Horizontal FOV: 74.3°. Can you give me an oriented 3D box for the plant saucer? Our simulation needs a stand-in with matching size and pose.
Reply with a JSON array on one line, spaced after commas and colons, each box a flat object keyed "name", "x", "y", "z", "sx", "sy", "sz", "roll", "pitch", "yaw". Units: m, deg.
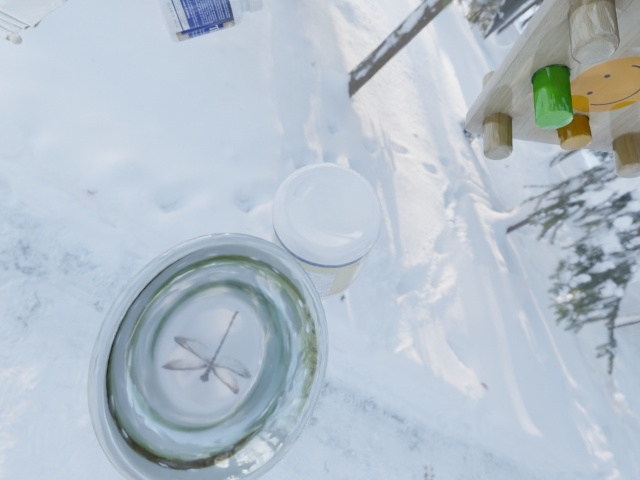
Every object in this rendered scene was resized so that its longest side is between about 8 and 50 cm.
[{"name": "plant saucer", "x": -0.164, "y": 0.188, "z": 0.687, "sx": 0.400, "sy": 0.100, "sz": 0.401, "roll": 2, "pitch": 87, "yaw": -40}]

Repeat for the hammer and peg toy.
[{"name": "hammer and peg toy", "x": 0.342, "y": -0.196, "z": 0.426, "sx": 0.265, "sy": 0.361, "sz": 0.128, "roll": 8, "pitch": 72, "yaw": -3}]

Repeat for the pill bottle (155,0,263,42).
[{"name": "pill bottle", "x": -0.133, "y": -0.287, "z": 0.507, "sx": 0.120, "sy": 0.067, "sz": 0.067, "roll": -20, "pitch": 73, "yaw": -7}]

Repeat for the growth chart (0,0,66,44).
[{"name": "growth chart", "x": -0.447, "y": -0.406, "z": 0.678, "sx": 0.172, "sy": 0.021, "sz": 0.237, "roll": 38, "pitch": 74, "yaw": 20}]

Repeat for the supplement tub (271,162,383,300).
[{"name": "supplement tub", "x": 0.000, "y": 0.000, "z": 0.964, "sx": 0.228, "sy": 0.316, "sz": 0.229, "roll": 3, "pitch": 64, "yaw": -6}]
